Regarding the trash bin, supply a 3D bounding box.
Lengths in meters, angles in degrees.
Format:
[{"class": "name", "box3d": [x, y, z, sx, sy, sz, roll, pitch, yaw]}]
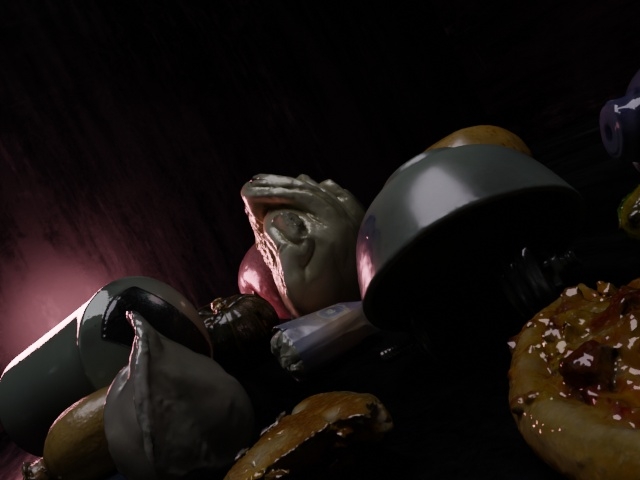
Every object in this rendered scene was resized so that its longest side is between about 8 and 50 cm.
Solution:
[{"class": "trash bin", "box3d": [-0.412, 0.255, 1.247, 0.432, 0.280, 0.280, -29, 1, 34]}]

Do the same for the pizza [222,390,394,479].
[{"class": "pizza", "box3d": [-0.022, 0.206, 0.566, 0.194, 0.069, 0.154, -36, 6, -24]}]

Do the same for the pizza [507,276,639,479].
[{"class": "pizza", "box3d": [0.235, 0.071, 0.438, 0.226, 0.086, 0.335, -28, 1, 17]}]

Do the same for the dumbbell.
[{"class": "dumbbell", "box3d": [0.173, 0.078, 0.728, 0.254, 0.110, 0.110, -32, 1, 26]}]

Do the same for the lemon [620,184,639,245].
[{"class": "lemon", "box3d": [0.403, -0.035, 0.757, 0.110, 0.082, 0.082, -30, 4, -29]}]

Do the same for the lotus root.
[{"class": "lotus root", "box3d": [-0.310, 0.287, 0.988, 0.303, 0.131, 0.146, -26, -31, -11]}]

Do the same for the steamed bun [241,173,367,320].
[{"class": "steamed bun", "box3d": [0.000, 0.000, 1.297, 0.237, 0.347, 0.394, -22, 20, -8]}]

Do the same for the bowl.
[{"class": "bowl", "box3d": [0.159, -0.021, 0.797, 0.289, 0.146, 0.289, -18, -32, -12]}]

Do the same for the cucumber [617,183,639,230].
[{"class": "cucumber", "box3d": [0.487, -0.076, 0.897, 0.227, 0.069, 0.069, -32, 5, -22]}]

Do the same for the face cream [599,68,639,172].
[{"class": "face cream", "box3d": [0.525, -0.148, 0.703, 0.420, 0.137, 0.235, -6, 5, 3]}]

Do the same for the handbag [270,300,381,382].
[{"class": "handbag", "box3d": [-0.003, 0.154, 1.019, 0.173, 0.095, 0.117, -26, -1, -25]}]

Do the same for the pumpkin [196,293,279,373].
[{"class": "pumpkin", "box3d": [-0.196, 0.196, 1.386, 0.223, 0.157, 0.224, -19, 12, 4]}]

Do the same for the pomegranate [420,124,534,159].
[{"class": "pomegranate", "box3d": [0.255, -0.066, 1.116, 0.260, 0.261, 0.260, -27, 3, 2]}]

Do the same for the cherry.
[{"class": "cherry", "box3d": [-0.086, 0.071, 1.652, 0.261, 0.221, 0.308, -30, 32, 62]}]

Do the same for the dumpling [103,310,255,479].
[{"class": "dumpling", "box3d": [-0.186, 0.190, 0.772, 0.175, 0.227, 0.243, -27, -5, -38]}]

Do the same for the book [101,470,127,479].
[{"class": "book", "box3d": [-0.300, 0.358, 0.799, 0.190, 0.025, 0.269, -28, 3, -12]}]
